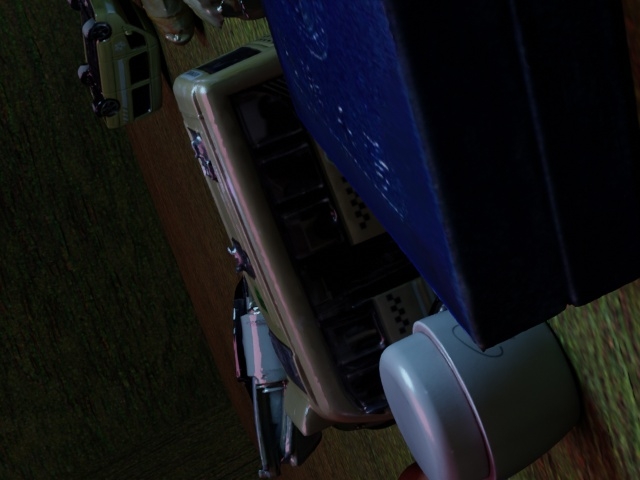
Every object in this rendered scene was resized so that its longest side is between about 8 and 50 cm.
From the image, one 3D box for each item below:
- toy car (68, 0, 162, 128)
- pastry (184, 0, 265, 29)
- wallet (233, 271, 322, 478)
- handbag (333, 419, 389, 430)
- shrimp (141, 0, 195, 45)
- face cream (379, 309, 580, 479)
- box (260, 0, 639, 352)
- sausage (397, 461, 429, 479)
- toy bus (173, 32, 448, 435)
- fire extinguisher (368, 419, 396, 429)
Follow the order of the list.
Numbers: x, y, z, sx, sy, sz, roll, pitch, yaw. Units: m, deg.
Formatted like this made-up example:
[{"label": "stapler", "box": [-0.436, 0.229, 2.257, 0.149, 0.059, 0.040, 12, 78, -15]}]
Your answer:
[{"label": "toy car", "box": [-0.309, -0.296, 2.326, 0.257, 0.124, 0.101, 93, 153, -51]}, {"label": "pastry", "box": [-0.037, -0.202, 0.914, 0.081, 0.153, 0.153, 23, 144, 35]}, {"label": "wallet", "box": [-0.045, 0.085, 1.349, 0.170, 0.069, 0.231, -51, -48, -84]}, {"label": "handbag", "box": [0.000, 0.000, 1.345, 0.241, 0.109, 0.315, 86, 162, -63]}, {"label": "shrimp", "box": [-0.199, -0.340, 1.765, 0.294, 0.062, 0.154, 81, 168, -63]}, {"label": "face cream", "box": [0.102, 0.098, 0.982, 0.117, 0.104, 0.117, 63, 171, 18]}, {"label": "box", "box": [0.039, -0.132, 0.752, 0.261, 0.116, 0.279, 54, 166, 52]}, {"label": "sausage", "box": [0.110, 0.241, 1.406, 0.194, 0.077, 0.077, 124, 122, -81]}, {"label": "toy bus", "box": [0.009, -0.008, 1.076, 0.139, 0.157, 0.289, -143, 31, -73]}, {"label": "fire extinguisher", "box": [0.024, 0.089, 1.558, 0.252, 0.075, 0.106, -127, 44, -61]}]
